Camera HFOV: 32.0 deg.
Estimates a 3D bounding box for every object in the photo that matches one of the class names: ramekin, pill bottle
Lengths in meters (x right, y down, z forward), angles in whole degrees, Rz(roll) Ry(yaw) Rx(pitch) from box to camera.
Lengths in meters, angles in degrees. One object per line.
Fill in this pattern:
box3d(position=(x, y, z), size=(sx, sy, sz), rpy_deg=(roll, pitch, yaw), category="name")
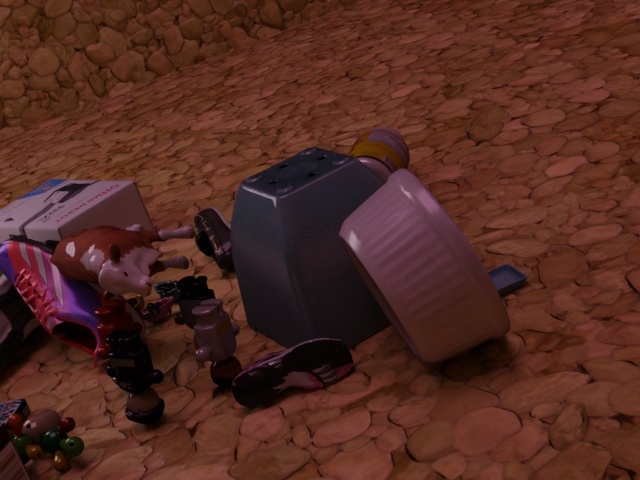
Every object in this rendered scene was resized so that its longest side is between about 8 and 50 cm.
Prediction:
box3d(position=(0.134, 0.046, 1.533), size=(0.127, 0.273, 0.273), rpy_deg=(-34, 24, -2), category="ramekin")
box3d(position=(0.106, -0.143, 2.162), size=(0.117, 0.117, 0.215), rpy_deg=(-10, 24, 20), category="pill bottle")

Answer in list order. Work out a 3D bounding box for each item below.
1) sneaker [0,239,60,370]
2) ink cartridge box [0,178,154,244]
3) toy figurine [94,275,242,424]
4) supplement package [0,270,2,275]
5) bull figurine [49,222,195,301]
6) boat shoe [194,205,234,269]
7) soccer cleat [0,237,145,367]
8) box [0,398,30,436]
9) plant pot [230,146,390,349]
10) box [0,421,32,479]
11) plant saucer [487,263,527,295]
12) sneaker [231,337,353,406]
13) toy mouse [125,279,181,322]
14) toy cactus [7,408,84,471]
box3d(position=(-0.588, 0.131, 2.065), size=(0.182, 0.158, 0.410), rpy_deg=(-24, 10, 36), category="sneaker")
box3d(position=(-0.545, -0.029, 2.388), size=(0.307, 0.129, 0.223), rpy_deg=(4, 31, 42), category="ink cartridge box")
box3d(position=(-0.228, 0.164, 1.694), size=(0.209, 0.148, 0.213), rpy_deg=(-18, 19, -15), category="toy figurine")
box3d(position=(-0.705, 0.055, 2.169), size=(0.139, 0.244, 0.134), rpy_deg=(-13, 24, 11), category="supplement package")
box3d(position=(-0.317, 0.026, 1.793), size=(0.188, 0.101, 0.310), rpy_deg=(-10, 12, -36), category="bull figurine")
box3d(position=(-0.204, -0.006, 2.133), size=(0.068, 0.081, 0.227), rpy_deg=(-22, 25, -19), category="boat shoe")
box3d(position=(-0.452, 0.101, 1.908), size=(0.318, 0.109, 0.116), rpy_deg=(31, 46, 18), category="soccer cleat")
box3d(position=(-0.524, 0.302, 1.743), size=(0.093, 0.027, 0.137), rpy_deg=(-12, 23, 17), category="box")
box3d(position=(0.000, 0.000, 1.740), size=(0.247, 0.252, 0.247), rpy_deg=(-28, 25, -22), category="plant pot")
box3d(position=(-0.492, 0.348, 1.425), size=(0.203, 0.169, 0.167), rpy_deg=(-7, 25, 26), category="box")
box3d(position=(0.215, 0.087, 1.678), size=(0.192, 0.018, 0.067), rpy_deg=(-22, 23, -11), category="plant saucer")
box3d(position=(-0.044, 0.178, 1.608), size=(0.178, 0.072, 0.077), rpy_deg=(-14, 11, -3), category="sneaker")
box3d(position=(-0.285, 0.111, 1.993), size=(0.143, 0.031, 0.161), rpy_deg=(-17, 23, 4), category="toy mouse")
box3d(position=(-0.438, 0.291, 1.628), size=(0.218, 0.112, 0.180), rpy_deg=(-21, 11, 16), category="toy cactus")
